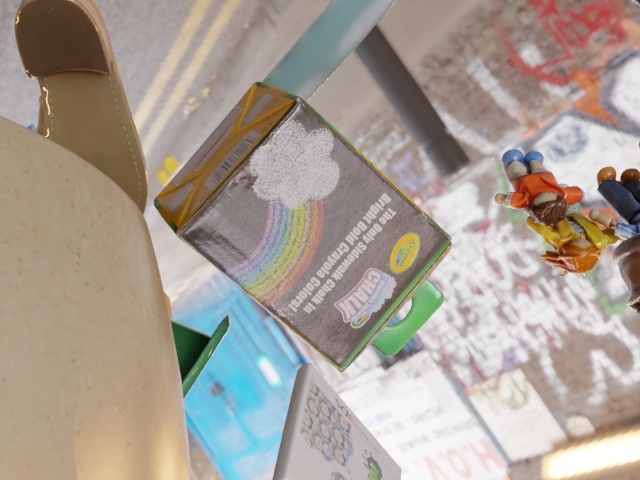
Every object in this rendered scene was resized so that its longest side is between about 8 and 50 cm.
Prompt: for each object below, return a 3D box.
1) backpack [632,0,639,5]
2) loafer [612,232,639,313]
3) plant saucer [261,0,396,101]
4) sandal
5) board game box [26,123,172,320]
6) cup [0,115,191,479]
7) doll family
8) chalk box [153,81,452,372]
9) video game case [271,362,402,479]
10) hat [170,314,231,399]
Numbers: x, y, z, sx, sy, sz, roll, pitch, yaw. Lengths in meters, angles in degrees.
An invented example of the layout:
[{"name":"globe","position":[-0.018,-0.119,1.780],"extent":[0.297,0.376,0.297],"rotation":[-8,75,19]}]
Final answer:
[{"name":"backpack","position":[0.286,-0.307,0.944],"extent":[0.158,0.173,0.117],"rotation":[-32,-143,36]},{"name":"loafer","position":[0.388,0.086,0.827],"extent":[0.134,0.366,0.130],"rotation":[141,-33,-65]},{"name":"plant saucer","position":[0.024,-0.206,1.004],"extent":[0.317,0.043,0.317],"rotation":[-48,-173,8]},{"name":"sandal","position":[-0.177,-0.101,0.829],"extent":[0.088,0.079,0.240],"rotation":[0,133,0]},{"name":"board game box","position":[-0.379,0.039,1.408],"extent":[0.242,0.316,0.064],"rotation":[-29,-150,7]},{"name":"cup","position":[-0.184,0.075,0.429],"extent":[0.331,0.331,0.237],"rotation":[138,-30,-68]},{"name":"doll family","position":[0.322,-0.026,1.176],"extent":[0.263,0.118,0.163],"rotation":[-8,-151,0]},{"name":"chalk box","position":[0.000,0.000,0.828],"extent":[0.132,0.213,0.132],"rotation":[-48,-159,-1]},{"name":"video game case","position":[0.019,0.198,0.904],"extent":[0.019,0.143,0.157],"rotation":[-31,-160,22]},{"name":"hat","position":[-0.178,0.073,0.744],"extent":[0.208,0.183,0.173],"rotation":[-58,-177,15]}]
